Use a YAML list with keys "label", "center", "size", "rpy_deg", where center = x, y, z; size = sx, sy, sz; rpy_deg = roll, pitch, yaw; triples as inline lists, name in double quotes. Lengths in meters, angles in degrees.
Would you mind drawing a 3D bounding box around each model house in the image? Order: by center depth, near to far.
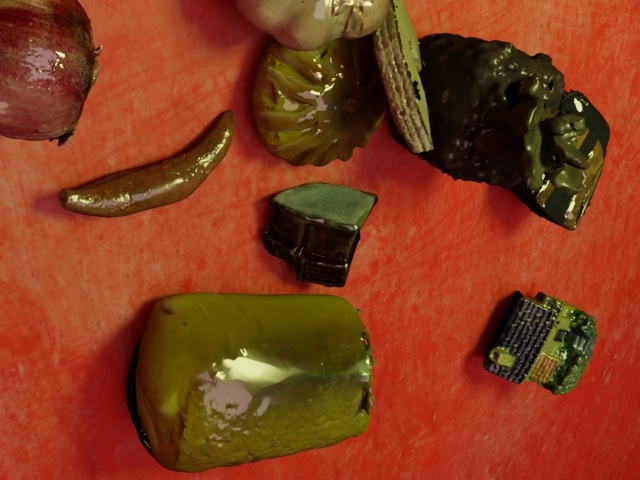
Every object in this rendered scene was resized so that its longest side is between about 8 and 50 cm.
- label: "model house"
  center: [-0.007, -0.002, 1.040]
  size: [0.165, 0.106, 0.152]
  rpy_deg: [12, 122, -5]
- label: "model house"
  center: [0.463, 0.214, 1.468]
  size: [0.211, 0.170, 0.194]
  rpy_deg: [15, 105, -42]

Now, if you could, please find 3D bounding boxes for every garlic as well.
- label: "garlic"
  center: [-0.012, -0.339, 0.804]
  size: [0.228, 0.152, 0.228]
  rpy_deg: [-5, 103, -25]

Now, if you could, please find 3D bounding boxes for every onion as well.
- label: "onion"
  center: [-0.315, -0.180, 0.654]
  size: [0.195, 0.159, 0.159]
  rpy_deg: [7, 108, -28]

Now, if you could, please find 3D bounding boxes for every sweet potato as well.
- label: "sweet potato"
  center: [-0.201, -0.081, 0.859]
  size: [0.255, 0.058, 0.078]
  rpy_deg: [-32, 108, -27]

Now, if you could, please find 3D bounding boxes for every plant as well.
- label: "plant"
  center: [0.264, -0.182, 1.004]
  size: [0.215, 0.312, 0.213]
  rpy_deg: [6, 105, -37]

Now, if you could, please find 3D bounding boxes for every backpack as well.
- label: "backpack"
  center: [0.458, -0.163, 1.301]
  size: [0.206, 0.133, 0.258]
  rpy_deg: [32, 85, -35]

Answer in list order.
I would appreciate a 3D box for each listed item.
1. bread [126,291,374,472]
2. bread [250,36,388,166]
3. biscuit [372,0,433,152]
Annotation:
- label: "bread"
  center: [-0.093, 0.206, 1.006]
  size: [0.376, 0.208, 0.251]
  rpy_deg: [5, 105, -36]
- label: "bread"
  center: [0.007, -0.191, 0.936]
  size: [0.213, 0.105, 0.213]
  rpy_deg: [-21, 127, -31]
- label: "biscuit"
  center: [0.106, -0.248, 0.911]
  size: [0.046, 0.250, 0.147]
  rpy_deg: [-15, 142, 17]
